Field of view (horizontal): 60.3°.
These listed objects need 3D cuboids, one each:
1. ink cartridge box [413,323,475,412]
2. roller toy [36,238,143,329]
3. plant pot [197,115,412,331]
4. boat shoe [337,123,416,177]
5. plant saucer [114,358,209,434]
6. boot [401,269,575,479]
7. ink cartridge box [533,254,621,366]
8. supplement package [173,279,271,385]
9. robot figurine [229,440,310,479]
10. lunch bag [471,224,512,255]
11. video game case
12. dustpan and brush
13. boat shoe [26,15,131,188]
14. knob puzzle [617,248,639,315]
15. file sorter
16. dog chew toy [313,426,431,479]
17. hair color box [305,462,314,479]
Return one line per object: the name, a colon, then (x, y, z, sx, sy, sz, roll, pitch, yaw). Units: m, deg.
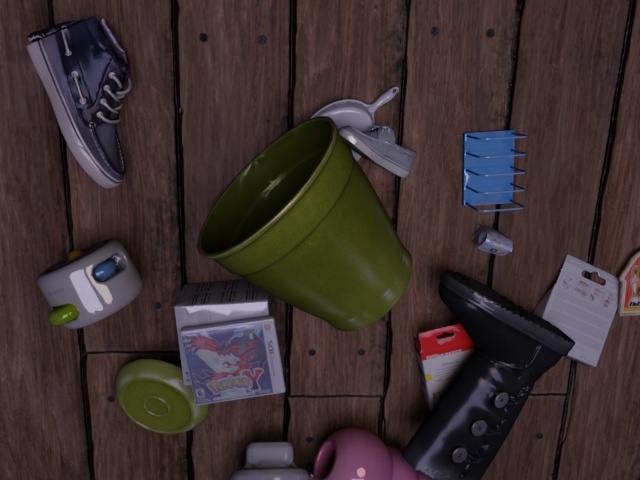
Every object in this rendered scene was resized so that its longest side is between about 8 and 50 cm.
ink cartridge box: (0.314, 0.306, 1.371, 0.134, 0.078, 0.231, -13, 106, -2)
roller toy: (-0.499, 0.086, 1.197, 0.191, 0.209, 0.146, -27, 105, -10)
plant pot: (0.000, 0.000, 1.150, 0.366, 0.366, 0.353, -42, 115, 7)
boat shoe: (0.126, -0.209, 1.188, 0.227, 0.079, 0.081, 21, 100, -43)
plant saucer: (-0.388, 0.388, 1.323, 0.240, 0.037, 0.241, 5, 120, 8)
boot: (0.320, 0.333, 1.274, 0.367, 0.146, 0.445, 29, 103, -12)
ink cartridge box: (0.642, 0.177, 1.387, 0.189, 0.066, 0.232, 23, 81, -10)
supplement package: (-0.213, 0.206, 1.269, 0.203, 0.149, 0.194, -4, 106, -3)
robot figurine: (-0.123, 0.673, 1.326, 0.199, 0.300, 0.354, -1, 67, -1)
lunch bag: (0.404, 0.003, 1.294, 0.071, 0.083, 0.053, 17, 103, -9)
video game case: (-0.187, 0.262, 1.196, 0.201, 0.023, 0.184, -8, 107, -1)
dustpan and brush: (0.090, -0.269, 1.219, 0.211, 0.060, 0.147, -34, 117, 11)
boat shoe: (-0.449, -0.286, 1.129, 0.158, 0.127, 0.341, -20, 105, 9)
knob puzzle: (0.832, 0.093, 1.366, 0.213, 0.030, 0.213, -2, 101, -10)
file sorter: (0.394, -0.156, 1.240, 0.118, 0.104, 0.170, -4, 105, -4)
dog chew toy: (0.149, 0.604, 1.385, 0.331, 0.206, 0.207, 28, 101, -19)
hair color box: (-0.029, 0.685, 1.462, 0.093, 0.053, 0.167, 27, 100, -10)
